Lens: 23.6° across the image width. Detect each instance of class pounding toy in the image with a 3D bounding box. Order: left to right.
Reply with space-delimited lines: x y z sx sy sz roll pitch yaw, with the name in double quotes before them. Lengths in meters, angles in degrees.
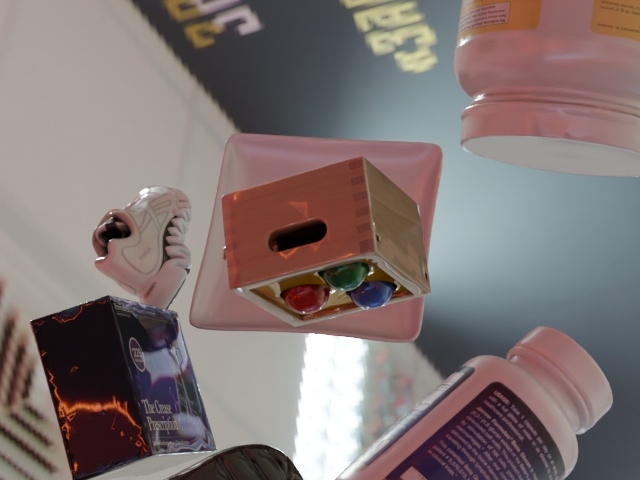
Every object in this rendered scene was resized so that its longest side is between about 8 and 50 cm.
"pounding toy" -0.002 0.027 1.290 0.206 0.181 0.094 36 -137 -60

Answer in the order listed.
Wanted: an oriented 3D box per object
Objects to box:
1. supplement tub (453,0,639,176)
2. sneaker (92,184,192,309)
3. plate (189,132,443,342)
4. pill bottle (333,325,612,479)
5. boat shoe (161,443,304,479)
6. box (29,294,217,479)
"supplement tub" 0.258 -0.242 1.495 0.241 0.241 0.331 18 -100 -62
"sneaker" -0.241 -0.012 2.041 0.118 0.110 0.292 27 -163 -17
"plate" 0.000 0.000 1.859 0.045 0.278 0.277 74 -158 -58
"pill bottle" 0.097 0.130 0.937 0.169 0.094 0.094 -39 -59 -19
"boat shoe" -0.158 0.247 1.169 0.324 0.120 0.122 -8 -106 -35
"box" -0.219 0.170 1.748 0.261 0.103 0.184 29 -140 -77
